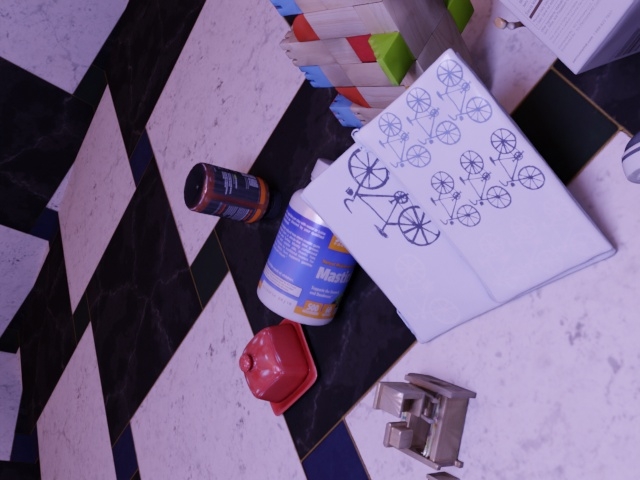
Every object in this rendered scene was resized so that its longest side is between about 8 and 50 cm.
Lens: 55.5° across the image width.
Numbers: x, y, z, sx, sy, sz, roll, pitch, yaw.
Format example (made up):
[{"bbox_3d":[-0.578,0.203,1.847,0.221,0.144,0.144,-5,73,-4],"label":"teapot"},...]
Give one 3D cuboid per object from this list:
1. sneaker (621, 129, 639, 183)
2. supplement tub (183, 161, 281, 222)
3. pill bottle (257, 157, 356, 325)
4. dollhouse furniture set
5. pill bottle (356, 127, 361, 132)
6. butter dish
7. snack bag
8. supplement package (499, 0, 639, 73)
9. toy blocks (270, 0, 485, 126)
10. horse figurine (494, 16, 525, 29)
[{"bbox_3d":[0.447,-0.165,0.588,0.321,0.126,0.127,-25,67,33],"label":"sneaker"},{"bbox_3d":[-0.182,-0.095,1.297,0.106,0.198,0.106,-18,66,48],"label":"supplement tub"},{"bbox_3d":[0.000,0.000,1.083,0.152,0.152,0.272,38,112,49],"label":"pill bottle"},{"bbox_3d":[0.115,0.288,0.861,0.101,0.161,0.181,10,89,52],"label":"dollhouse furniture set"},{"bbox_3d":[0.096,-0.210,1.082,0.067,0.067,0.120,-31,58,43],"label":"pill bottle"},{"bbox_3d":[-0.103,0.238,1.182,0.160,0.118,0.159,-49,46,33],"label":"butter dish"},{"bbox_3d":[0.155,-0.032,0.833,0.323,0.037,0.342,50,131,-5],"label":"snack bag"},{"bbox_3d":[0.282,-0.361,0.676,0.293,0.178,0.175,55,148,20],"label":"supplement package"},{"bbox_3d":[0.059,-0.296,0.899,0.261,0.381,0.190,14,66,45],"label":"toy blocks"},{"bbox_3d":[0.282,-0.367,0.838,0.066,0.175,0.263,109,142,-53],"label":"horse figurine"}]
